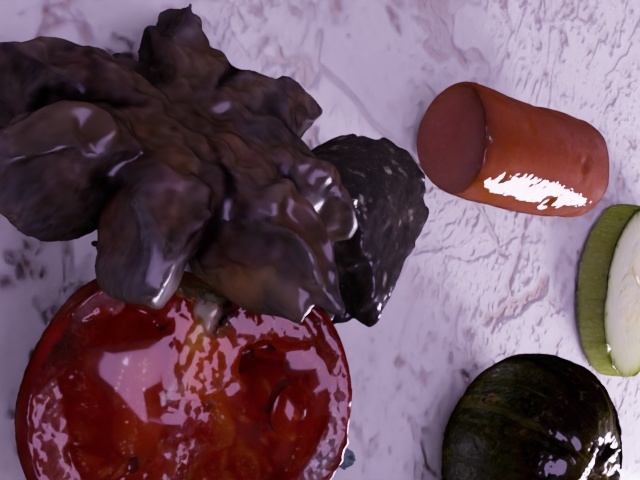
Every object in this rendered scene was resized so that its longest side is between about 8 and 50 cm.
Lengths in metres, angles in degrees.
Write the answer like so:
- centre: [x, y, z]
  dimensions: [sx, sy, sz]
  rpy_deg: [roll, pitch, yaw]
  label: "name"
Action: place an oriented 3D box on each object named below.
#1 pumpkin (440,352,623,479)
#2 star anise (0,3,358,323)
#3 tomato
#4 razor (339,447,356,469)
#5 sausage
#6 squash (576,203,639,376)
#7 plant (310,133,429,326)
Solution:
- centre: [0.225, 0.236, 1.238]
  dimensions: [0.238, 0.159, 0.238]
  rpy_deg: [-1, 91, -52]
  label: "pumpkin"
- centre: [-0.104, -0.065, 0.808]
  dimensions: [0.315, 0.108, 0.315]
  rpy_deg: [20, 42, -19]
  label: "star anise"
- centre: [-0.104, 0.118, 0.863]
  dimensions: [0.233, 0.139, 0.200]
  rpy_deg: [13, 89, -21]
  label: "tomato"
- centre: [-0.031, 0.155, 1.037]
  dimensions: [0.084, 0.036, 0.211]
  rpy_deg: [-56, 140, -7]
  label: "razor"
- centre: [0.208, -0.084, 1.223]
  dimensions: [0.259, 0.114, 0.113]
  rpy_deg: [9, 87, -48]
  label: "sausage"
- centre: [0.380, 0.063, 1.494]
  dimensions: [0.219, 0.041, 0.219]
  rpy_deg: [-14, 108, -51]
  label: "squash"
- centre: [0.000, 0.000, 0.977]
  dimensions: [0.194, 0.129, 0.132]
  rpy_deg: [-40, 123, -42]
  label: "plant"
